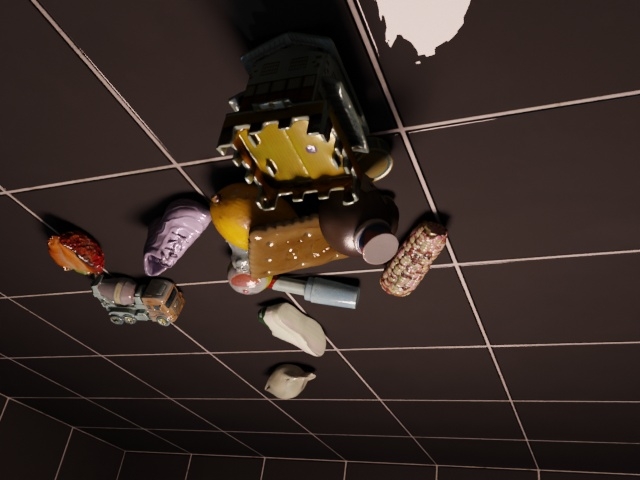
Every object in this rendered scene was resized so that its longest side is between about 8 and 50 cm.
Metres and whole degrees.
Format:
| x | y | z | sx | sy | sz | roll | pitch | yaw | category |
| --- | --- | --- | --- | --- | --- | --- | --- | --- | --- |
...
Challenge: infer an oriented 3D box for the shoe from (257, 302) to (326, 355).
| x | y | z | sx | sy | sz | roll | pitch | yaw | category |
| --- | --- | --- | --- | --- | --- | --- | --- | --- | --- |
| -0.086 | 0.269 | 1.932 | 0.110 | 0.095 | 0.265 | -6 | 141 | 33 | shoe |

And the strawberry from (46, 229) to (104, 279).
| x | y | z | sx | sy | sz | roll | pitch | yaw | category |
| --- | --- | --- | --- | --- | --- | --- | --- | --- | --- |
| -0.643 | 0.028 | 1.679 | 0.141 | 0.085 | 0.192 | -10 | 139 | 41 | strawberry |

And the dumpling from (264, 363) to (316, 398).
| x | y | z | sx | sy | sz | roll | pitch | yaw | category |
| --- | --- | --- | --- | --- | --- | --- | --- | --- | --- |
| -0.107 | 0.507 | 2.308 | 0.151 | 0.124 | 0.229 | -13 | 174 | -42 | dumpling |

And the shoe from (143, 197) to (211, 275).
| x | y | z | sx | sy | sz | roll | pitch | yaw | category |
| --- | --- | --- | --- | --- | --- | --- | --- | --- | --- |
| -0.345 | -0.005 | 1.500 | 0.095 | 0.137 | 0.245 | 26 | 145 | -33 | shoe |

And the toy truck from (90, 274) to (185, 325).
| x | y | z | sx | sy | sz | roll | pitch | yaw | category |
| --- | --- | --- | --- | --- | --- | --- | --- | --- | --- |
| -0.542 | 0.167 | 1.864 | 0.257 | 0.108 | 0.140 | 1 | 134 | 19 | toy truck |

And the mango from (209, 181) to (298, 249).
| x | y | z | sx | sy | sz | roll | pitch | yaw | category |
| --- | --- | --- | --- | --- | --- | --- | --- | --- | --- |
| -0.130 | -0.035 | 1.427 | 0.177 | 0.119 | 0.317 | -15 | 150 | 27 | mango |

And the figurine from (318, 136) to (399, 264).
| x | y | z | sx | sy | sz | roll | pitch | yaw | category |
| --- | --- | --- | --- | --- | --- | --- | --- | --- | --- |
| 0.071 | -0.069 | 1.166 | 0.158 | 0.275 | 0.161 | -13 | 149 | 7 | figurine |

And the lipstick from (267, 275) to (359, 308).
| x | y | z | sx | sy | sz | roll | pitch | yaw | category |
| --- | --- | --- | --- | --- | --- | --- | --- | --- | --- |
| -0.034 | 0.129 | 1.707 | 0.274 | 0.068 | 0.061 | 10 | 156 | 11 | lipstick |

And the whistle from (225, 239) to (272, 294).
| x | y | z | sx | sy | sz | roll | pitch | yaw | category |
| --- | --- | --- | --- | --- | --- | --- | --- | --- | --- |
| -0.190 | 0.058 | 1.595 | 0.123 | 0.122 | 0.223 | -1 | 133 | 16 | whistle |

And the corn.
| x | y | z | sx | sy | sz | roll | pitch | yaw | category |
| --- | --- | --- | --- | --- | --- | --- | --- | --- | --- |
| 0.216 | 0.041 | 1.488 | 0.092 | 0.092 | 0.280 | 13 | 143 | -7 | corn |

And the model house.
| x | y | z | sx | sy | sz | roll | pitch | yaw | category |
| --- | --- | --- | --- | --- | --- | --- | --- | --- | --- |
| -0.031 | -0.187 | 1.049 | 0.199 | 0.215 | 0.224 | -2 | 147 | 24 | model house |

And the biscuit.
| x | y | z | sx | sy | sz | roll | pitch | yaw | category |
| --- | --- | --- | --- | --- | --- | --- | --- | --- | --- |
| 0.000 | 0.000 | 1.391 | 0.325 | 0.044 | 0.217 | -13 | 151 | -14 | biscuit |
